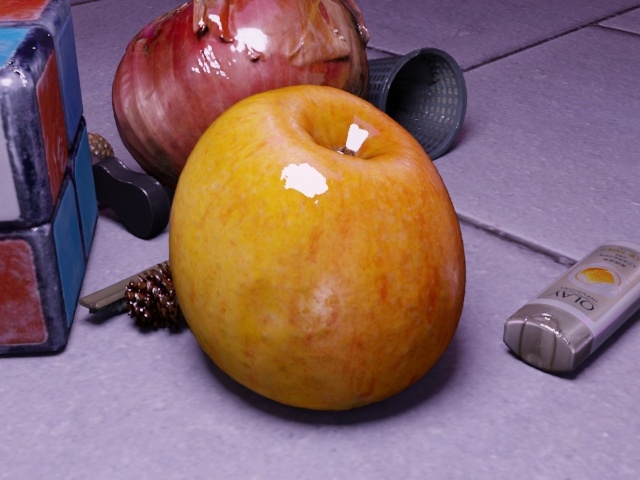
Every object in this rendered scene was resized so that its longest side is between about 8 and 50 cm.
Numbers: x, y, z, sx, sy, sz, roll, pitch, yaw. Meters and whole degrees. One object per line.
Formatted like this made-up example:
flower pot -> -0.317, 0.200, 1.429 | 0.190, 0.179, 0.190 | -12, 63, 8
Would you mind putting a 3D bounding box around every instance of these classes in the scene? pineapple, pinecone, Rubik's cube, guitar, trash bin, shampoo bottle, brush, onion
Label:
pineapple -> -0.341, -0.088, 1.266 | 0.074, 0.074, 0.159 | 4, 37, 7
pinecone -> -0.171, 0.060, 0.985 | 0.083, 0.077, 0.077 | -6, 27, 9
Rubik's cube -> -0.425, -0.079, 0.986 | 0.313, 0.316, 0.318 | -2, 30, -5
guitar -> -0.301, -0.101, 1.201 | 0.271, 0.084, 0.038 | 37, 44, 24
trash bin -> 0.110, -0.216, 1.417 | 0.175, 0.175, 0.161 | -20, 23, -33
shampoo bottle -> 0.291, 0.066, 0.987 | 0.086, 0.056, 0.227 | 22, 35, 37
brush -> -0.200, 0.051, 1.050 | 0.034, 0.028, 0.190 | 7, 20, 30
onion -> -0.100, -0.200, 1.189 | 0.353, 0.354, 0.354 | 0, 28, 0

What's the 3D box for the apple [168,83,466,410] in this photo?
apple -> 0.000, 0.000, 0.891 | 0.299, 0.275, 0.299 | 5, 28, -3
